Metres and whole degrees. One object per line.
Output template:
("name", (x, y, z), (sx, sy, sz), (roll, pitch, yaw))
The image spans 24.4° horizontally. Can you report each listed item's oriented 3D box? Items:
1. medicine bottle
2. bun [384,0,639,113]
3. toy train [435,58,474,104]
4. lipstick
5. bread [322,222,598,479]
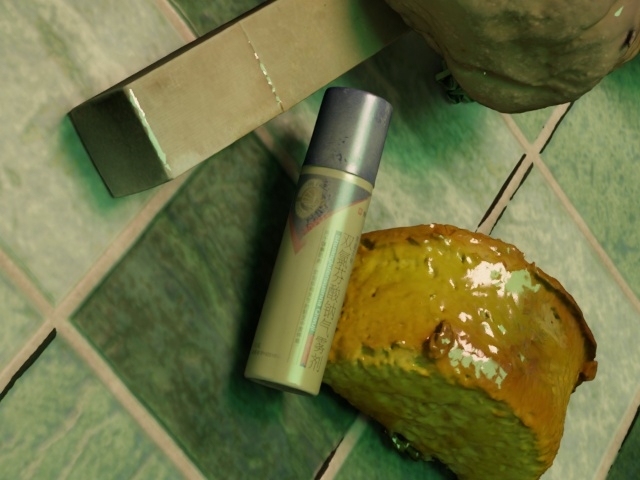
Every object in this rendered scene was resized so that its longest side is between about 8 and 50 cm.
("medicine bottle", (0.000, 0.000, 1.121), (0.059, 0.059, 0.231), (23, 77, -37))
("bun", (0.177, -0.238, 1.173), (0.281, 0.204, 0.282), (10, 75, -41))
("toy train", (0.139, -0.152, 1.339), (0.083, 0.033, 0.053), (-5, 77, -43))
("lipstick", (-0.030, -0.149, 1.153), (0.371, 0.076, 0.080), (-36, 106, -42))
("bread", (0.124, 0.088, 1.186), (0.260, 0.147, 0.160), (42, 51, -27))
